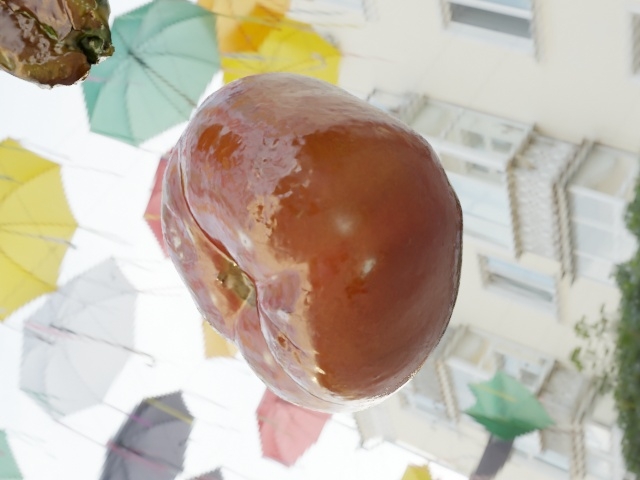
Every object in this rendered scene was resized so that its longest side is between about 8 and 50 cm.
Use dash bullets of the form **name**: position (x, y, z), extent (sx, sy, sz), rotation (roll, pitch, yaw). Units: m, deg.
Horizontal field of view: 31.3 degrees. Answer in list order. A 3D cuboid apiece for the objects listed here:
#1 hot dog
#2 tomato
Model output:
- **hot dog**: position (-0.257, -0.187, 0.809), extent (0.115, 0.269, 0.072), rotation (-63, -16, 13)
- **tomato**: position (0.002, 0.001, 0.830), extent (0.180, 0.260, 0.260), rotation (-31, -44, -20)
